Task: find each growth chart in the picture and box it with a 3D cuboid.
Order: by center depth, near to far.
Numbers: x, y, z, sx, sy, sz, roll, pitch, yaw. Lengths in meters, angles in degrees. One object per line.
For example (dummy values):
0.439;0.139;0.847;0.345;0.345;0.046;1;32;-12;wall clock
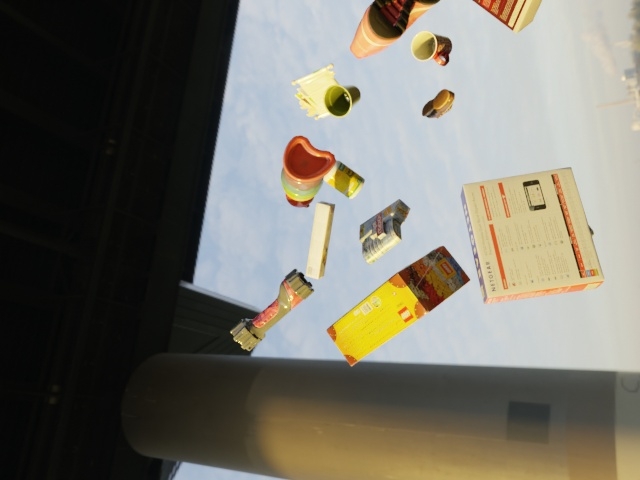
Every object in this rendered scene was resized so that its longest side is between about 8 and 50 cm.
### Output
0.003;-0.482;1.896;0.237;0.172;0.021;42;-143;-60;growth chart

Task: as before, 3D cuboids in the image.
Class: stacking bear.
-0.065;-0.215;2.072;0.164;0.175;0.289;-55;-8;-22;stacking bear

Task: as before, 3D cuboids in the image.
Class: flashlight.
-0.162;0.224;1.875;0.103;0.304;0.103;54;-173;31;flashlight

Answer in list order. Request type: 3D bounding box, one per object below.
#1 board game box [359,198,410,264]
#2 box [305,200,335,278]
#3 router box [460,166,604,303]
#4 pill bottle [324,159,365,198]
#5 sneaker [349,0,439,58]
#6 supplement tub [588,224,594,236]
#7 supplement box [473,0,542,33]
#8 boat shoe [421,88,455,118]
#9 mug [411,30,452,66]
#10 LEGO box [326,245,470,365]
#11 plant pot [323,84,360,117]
0.218;-0.042;1.943;0.060;0.194;0.194;38;-152;-19;board game box
0.000;0.000;2.390;0.063;0.067;0.323;-24;-55;-63;box
0.567;-0.016;1.568;0.082;0.301;0.335;66;-163;-69;router box
0.088;-0.291;2.599;0.208;0.117;0.117;35;-131;-11;pill bottle
0.163;-0.523;1.310;0.116;0.136;0.314;47;-121;-9;sneaker
0.833;-0.061;1.998;0.199;0.144;0.144;54;-148;6;supplement tub
0.462;-0.668;1.491;0.073;0.239;0.130;-39;-17;-17;supplement box
0.454;-0.507;2.139;0.073;0.207;0.073;13;-96;-13;boat shoe
0.458;-0.763;2.308;0.169;0.113;0.150;-22;-82;-51;mug
0.318;0.273;2.388;0.373;0.500;0.193;-24;-106;-47;LEGO box
0.062;-0.364;1.462;0.079;0.083;0.083;-37;-63;-48;plant pot
